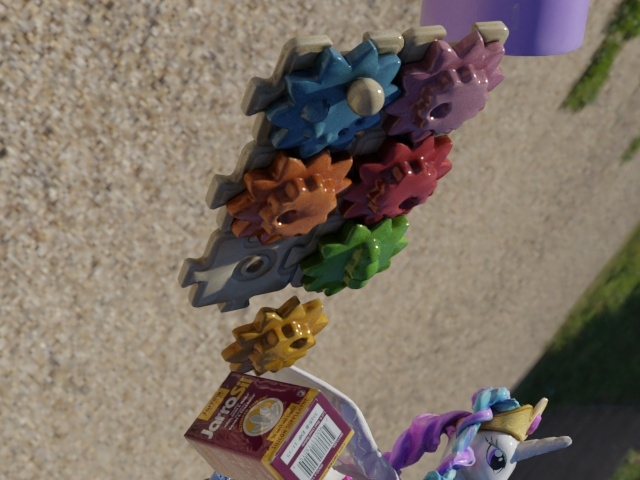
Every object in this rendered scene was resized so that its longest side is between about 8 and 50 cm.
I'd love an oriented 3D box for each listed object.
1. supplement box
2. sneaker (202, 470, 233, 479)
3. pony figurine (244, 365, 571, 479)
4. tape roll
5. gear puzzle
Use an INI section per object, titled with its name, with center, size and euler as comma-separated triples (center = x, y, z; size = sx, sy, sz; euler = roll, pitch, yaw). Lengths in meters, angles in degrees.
[supplement box]
center = -0.031, 0.115, 0.670
size = 0.055, 0.083, 0.043
euler = -55, 125, -26
[sneaker]
center = -0.074, 0.388, 1.418
size = 0.090, 0.232, 0.081
euler = -47, 179, 13
[pony figurine]
center = 0.051, 0.294, 1.187
size = 0.363, 0.351, 0.303
euler = -65, 150, -24
[tape roll]
center = 0.209, -0.272, 1.282
size = 0.189, 0.189, 0.080
euler = -29, 130, -50
[gear puzzle]
center = 0.000, 0.000, 0.748
size = 0.175, 0.044, 0.339
euler = -10, 145, -31
